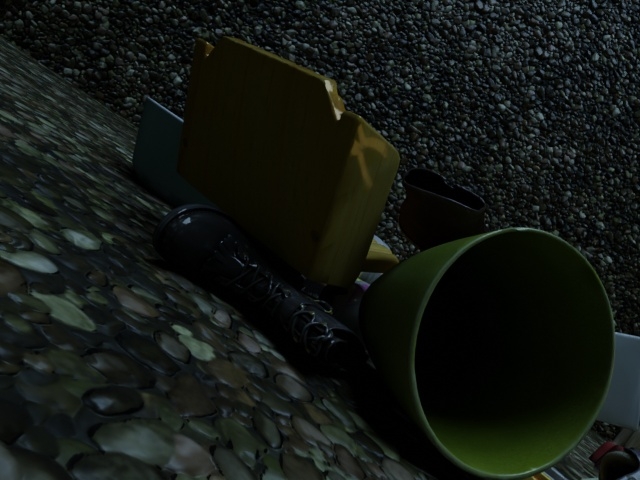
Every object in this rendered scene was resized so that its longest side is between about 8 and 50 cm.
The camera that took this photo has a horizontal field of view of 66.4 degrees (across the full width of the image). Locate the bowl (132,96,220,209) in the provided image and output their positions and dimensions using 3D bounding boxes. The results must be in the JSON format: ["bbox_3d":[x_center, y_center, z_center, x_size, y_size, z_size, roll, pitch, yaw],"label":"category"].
[{"bbox_3d":[-0.290,-0.163,1.097,0.311,0.163,0.311,34,2,-1],"label":"bowl"}]

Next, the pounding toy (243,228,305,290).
[{"bbox_3d":[-0.097,0.033,0.913,0.237,0.110,0.183,-5,37,-39],"label":"pounding toy"}]

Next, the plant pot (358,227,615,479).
[{"bbox_3d":[0.170,0.123,0.668,0.274,0.275,0.293,33,-11,-16],"label":"plant pot"}]

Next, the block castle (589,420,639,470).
[{"bbox_3d":[0.677,0.488,0.780,0.453,0.213,0.303,38,1,32],"label":"block castle"}]

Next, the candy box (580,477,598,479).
[{"bbox_3d":[0.442,0.388,0.644,0.105,0.027,0.206,-9,11,6],"label":"candy box"}]

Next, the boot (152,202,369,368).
[{"bbox_3d":[-0.060,0.064,0.612,0.229,0.091,0.263,36,1,39],"label":"boot"}]

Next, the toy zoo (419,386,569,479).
[{"bbox_3d":[0.283,0.325,0.744,0.293,0.030,0.192,36,3,29],"label":"toy zoo"}]

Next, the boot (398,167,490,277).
[{"bbox_3d":[0.223,0.005,0.722,0.248,0.090,0.207,31,-14,19],"label":"boot"}]

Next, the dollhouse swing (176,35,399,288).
[{"bbox_3d":[-0.005,-0.123,0.804,0.305,0.315,0.347,-10,36,-45],"label":"dollhouse swing"}]

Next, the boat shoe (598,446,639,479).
[{"bbox_3d":[0.408,0.313,0.627,0.285,0.103,0.092,-13,49,-36],"label":"boat shoe"}]

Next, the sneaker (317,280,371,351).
[{"bbox_3d":[0.051,0.115,0.928,0.111,0.103,0.252,35,2,-6],"label":"sneaker"}]

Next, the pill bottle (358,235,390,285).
[{"bbox_3d":[0.000,0.000,1.205,0.363,0.210,0.210,33,3,-35],"label":"pill bottle"}]

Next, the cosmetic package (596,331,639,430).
[{"bbox_3d":[0.378,0.223,0.935,0.385,0.156,0.217,10,-9,28],"label":"cosmetic package"}]

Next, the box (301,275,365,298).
[{"bbox_3d":[0.030,0.102,1.102,0.232,0.087,0.058,31,2,-38],"label":"box"}]
